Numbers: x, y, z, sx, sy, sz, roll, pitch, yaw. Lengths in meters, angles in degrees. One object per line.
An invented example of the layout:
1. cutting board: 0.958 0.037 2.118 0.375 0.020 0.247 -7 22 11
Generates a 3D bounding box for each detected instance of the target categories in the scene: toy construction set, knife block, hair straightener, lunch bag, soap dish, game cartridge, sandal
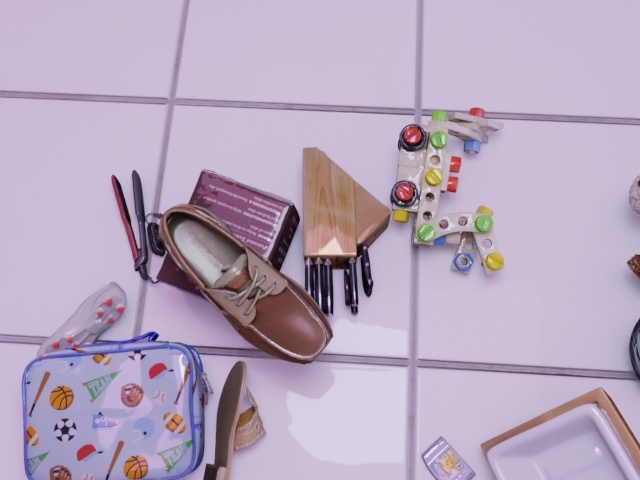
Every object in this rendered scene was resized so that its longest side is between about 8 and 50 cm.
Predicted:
1. toy construction set: 0.238 -0.108 1.278 0.215 0.151 0.328 8 71 4
2. knife block: 0.000 0.000 1.281 0.275 0.088 0.242 42 76 14
3. hair straightener: -0.324 -0.029 1.321 0.089 0.047 0.231 -17 71 -4
4. lunch bag: -0.331 0.279 1.168 0.303 0.115 0.243 -5 79 0
5. soap dish: 0.413 0.395 1.072 0.229 0.118 0.291 -39 70 32
6. game cartridge: 0.212 0.378 1.184 0.056 0.017 0.083 -42 75 -8
7. sandal: -0.133 0.328 1.192 0.079 0.088 0.240 18 77 -25

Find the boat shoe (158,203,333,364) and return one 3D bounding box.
1. boat shoe: -0.124 0.066 1.066 0.324 0.120 0.123 39 85 6

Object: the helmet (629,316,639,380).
1. helmet: 0.596 0.191 1.162 0.161 0.169 0.169 -6 70 -18

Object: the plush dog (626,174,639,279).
1. plush dog: 0.658 0.015 1.207 0.262 0.210 0.225 10 70 33

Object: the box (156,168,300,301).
1. box: -0.151 0.012 1.221 0.167 0.168 0.203 21 84 5

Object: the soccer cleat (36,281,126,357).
1. soccer cleat: -0.422 0.154 1.258 0.196 0.068 0.076 -42 32 1
